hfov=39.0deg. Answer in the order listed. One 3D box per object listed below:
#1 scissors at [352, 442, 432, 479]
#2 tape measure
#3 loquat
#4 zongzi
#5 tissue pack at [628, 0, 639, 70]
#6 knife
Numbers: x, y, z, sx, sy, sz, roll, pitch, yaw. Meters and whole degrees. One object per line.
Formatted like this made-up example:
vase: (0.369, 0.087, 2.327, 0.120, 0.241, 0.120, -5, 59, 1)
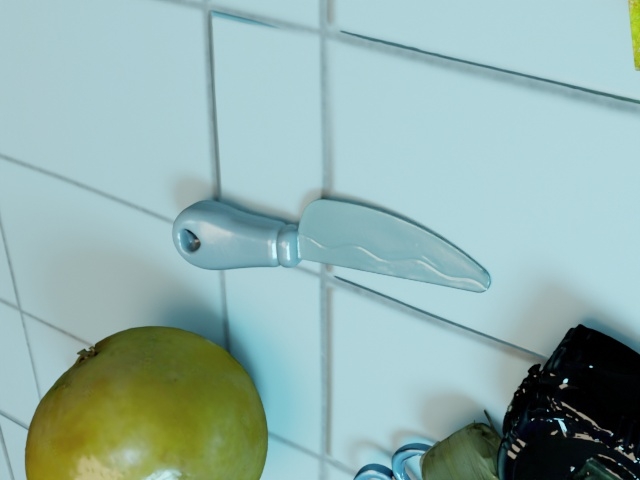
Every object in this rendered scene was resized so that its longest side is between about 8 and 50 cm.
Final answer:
scissors: (0.144, 0.322, 0.935, 0.125, 0.030, 0.256, -37, 95, 33)
tape measure: (0.238, 0.186, 0.728, 0.199, 0.112, 0.186, 33, 135, 19)
loquat: (-0.184, 0.222, 0.975, 0.263, 0.263, 0.263, 20, 128, 27)
zongzi: (0.148, 0.277, 0.795, 0.099, 0.197, 0.194, -34, 91, 30)
tissue pack: (0.229, -0.192, 0.523, 0.095, 0.062, 0.176, 5, 121, 36)
knife: (-0.001, -0.002, 0.847, 0.331, 0.044, 0.080, 4, 112, 29)
